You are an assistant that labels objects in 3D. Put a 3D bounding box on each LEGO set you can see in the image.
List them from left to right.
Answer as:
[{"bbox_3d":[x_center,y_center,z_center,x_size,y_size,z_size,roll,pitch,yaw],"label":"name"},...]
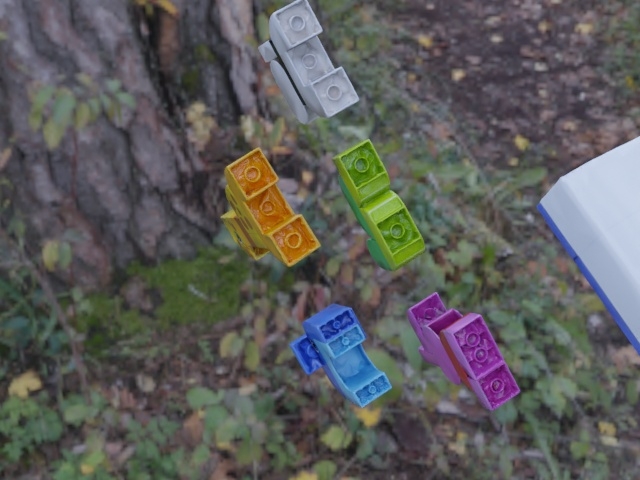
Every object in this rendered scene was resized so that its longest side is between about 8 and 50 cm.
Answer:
[{"bbox_3d":[0.000,0.000,0.553,0.087,0.227,0.093,-31,10,-14],"label":"LEGO set"}]

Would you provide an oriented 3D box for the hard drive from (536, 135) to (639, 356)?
[{"bbox_3d":[0.269,0.068,0.465,0.210,0.040,0.318,-25,73,-23],"label":"hard drive"}]
